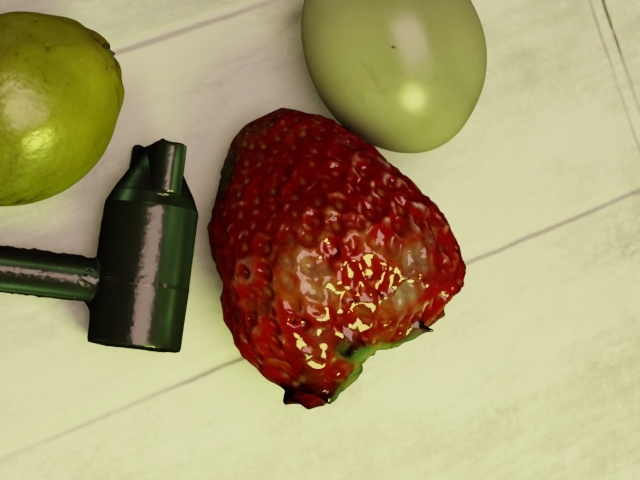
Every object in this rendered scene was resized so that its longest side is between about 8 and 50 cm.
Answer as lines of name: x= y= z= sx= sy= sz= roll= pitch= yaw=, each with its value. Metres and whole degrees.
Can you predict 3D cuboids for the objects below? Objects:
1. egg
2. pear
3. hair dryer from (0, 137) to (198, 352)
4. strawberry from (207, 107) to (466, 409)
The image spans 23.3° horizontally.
egg: x=0.088 y=-0.237 z=1.880 sx=0.219 sy=0.219 sz=0.269 roll=-19 pitch=99 yaw=-21
pear: x=-0.343 y=-0.143 z=1.711 sx=0.269 sy=0.212 sz=0.212 roll=-31 pitch=99 yaw=-8
hair dryer: x=-0.294 y=-0.007 z=1.787 sx=0.302 sy=0.116 sz=0.244 roll=7 pitch=83 yaw=-14
strawberry: x=0.003 y=0.010 z=1.803 sx=0.291 sy=0.291 sz=0.310 roll=-38 pitch=105 yaw=-19
